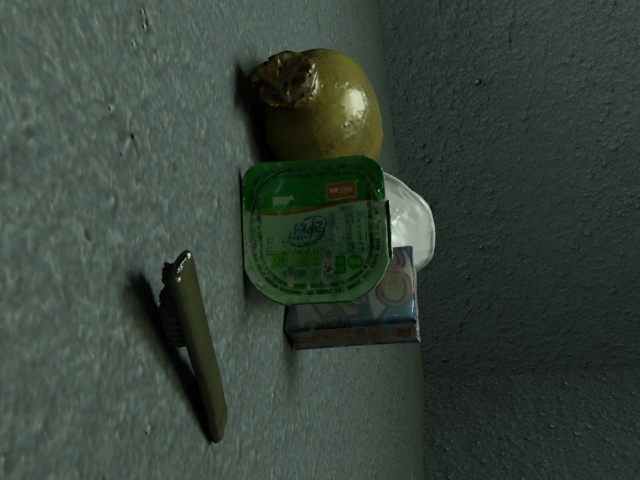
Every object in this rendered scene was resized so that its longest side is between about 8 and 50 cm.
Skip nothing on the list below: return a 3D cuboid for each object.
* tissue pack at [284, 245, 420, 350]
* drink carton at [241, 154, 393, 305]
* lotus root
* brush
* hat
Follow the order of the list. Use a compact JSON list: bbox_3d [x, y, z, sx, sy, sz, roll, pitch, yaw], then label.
[{"bbox_3d":[0.040,0.071,0.865,0.065,0.155,0.116,75,14,-49],"label":"tissue pack"},{"bbox_3d":[0.000,0.000,0.756,0.142,0.146,0.144,70,17,-81],"label":"drink carton"},{"bbox_3d":[0.009,-0.132,0.846,0.303,0.130,0.146,48,37,-72],"label":"lotus root"},{"bbox_3d":[-0.094,0.084,0.519,0.034,0.027,0.190,-77,167,-46],"label":"brush"},{"bbox_3d":[0.061,0.012,1.017,0.126,0.203,0.203,-59,146,-46],"label":"hat"}]
